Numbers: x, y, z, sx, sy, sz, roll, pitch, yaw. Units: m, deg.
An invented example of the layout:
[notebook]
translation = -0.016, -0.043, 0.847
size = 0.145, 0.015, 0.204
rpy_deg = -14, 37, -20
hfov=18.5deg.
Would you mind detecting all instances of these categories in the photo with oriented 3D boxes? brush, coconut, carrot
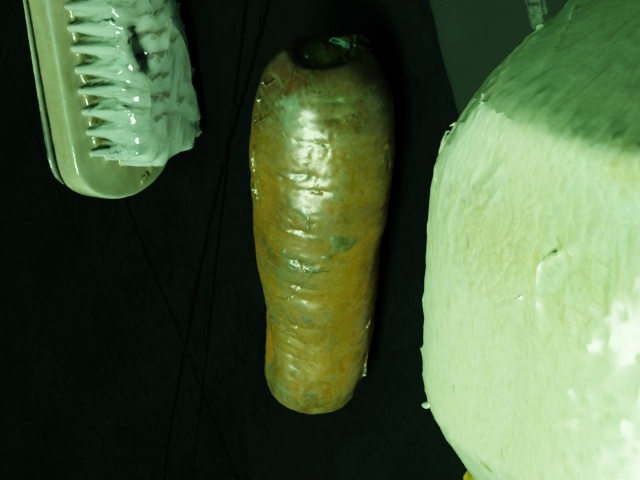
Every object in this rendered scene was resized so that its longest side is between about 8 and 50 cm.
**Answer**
[brush]
translation = -0.107, -0.178, 0.916
size = 0.065, 0.070, 0.327
rpy_deg = 5, 109, 43
[coconut]
translation = 0.106, 0.001, 0.485
size = 0.161, 0.161, 0.162
rpy_deg = 33, 118, 53
[carrot]
translation = 0.000, 0.000, 0.809
size = 0.060, 0.060, 0.186
rpy_deg = 47, 146, 43

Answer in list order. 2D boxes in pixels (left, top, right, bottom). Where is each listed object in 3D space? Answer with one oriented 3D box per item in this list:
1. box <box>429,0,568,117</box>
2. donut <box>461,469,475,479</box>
[box]
translation = 0.080, -0.083, 0.638
size = 0.125, 0.027, 0.126
rpy_deg = -8, 97, 62
[donut]
translation = 0.119, 0.163, 0.619
size = 0.253, 0.118, 0.253
rpy_deg = 180, 90, -64
